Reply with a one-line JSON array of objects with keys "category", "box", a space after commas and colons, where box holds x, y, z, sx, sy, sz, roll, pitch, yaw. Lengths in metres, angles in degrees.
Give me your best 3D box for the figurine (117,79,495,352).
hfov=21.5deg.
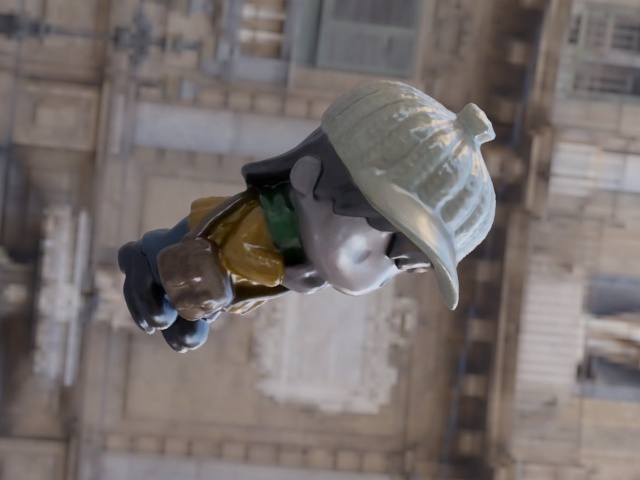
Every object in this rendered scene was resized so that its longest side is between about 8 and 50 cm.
[{"category": "figurine", "box": [-0.011, -0.025, 1.457, 0.185, 0.332, 0.204, 36, 50, -60]}]
